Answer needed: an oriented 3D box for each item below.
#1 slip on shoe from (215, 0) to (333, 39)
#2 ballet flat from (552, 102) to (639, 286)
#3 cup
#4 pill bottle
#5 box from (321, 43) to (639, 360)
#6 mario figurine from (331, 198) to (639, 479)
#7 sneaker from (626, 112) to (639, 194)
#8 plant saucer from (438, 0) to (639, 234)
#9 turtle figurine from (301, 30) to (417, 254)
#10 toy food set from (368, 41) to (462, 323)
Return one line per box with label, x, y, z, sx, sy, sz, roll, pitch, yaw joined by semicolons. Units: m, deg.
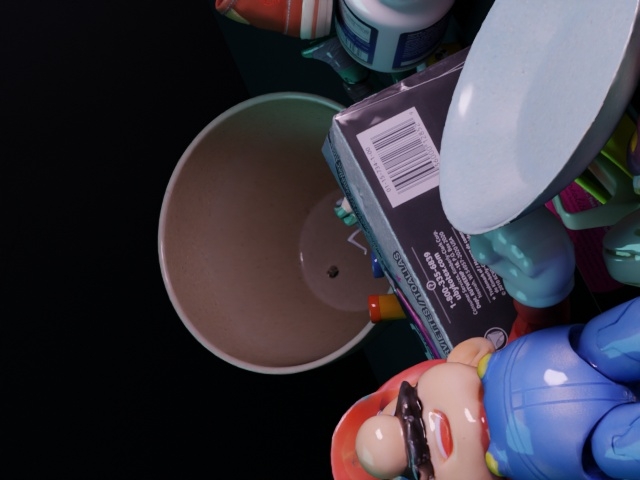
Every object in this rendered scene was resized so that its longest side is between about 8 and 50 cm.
slip on shoe;-0.038;-0.304;1.021;0.123;0.101;0.331;-90;1;-58
ballet flat;0.186;-0.017;0.811;0.231;0.077;0.077;57;171;45
cup;0.000;0.000;1.724;0.331;0.331;0.237;61;-161;18
pill bottle;0.059;-0.196;1.070;0.094;0.094;0.169;62;175;8
box;0.125;-0.003;1.012;0.247;0.163;0.142;63;175;4
mario figurine;0.102;0.107;0.786;0.170;0.198;0.320;39;145;-15
sneaker;0.185;-0.074;0.659;0.185;0.069;0.084;123;133;-82
plant saucer;0.127;-0.088;0.747;0.037;0.195;0.195;22;-171;-18
turtle figurine;0.078;-0.099;1.309;0.175;0.118;0.234;-43;-67;-53
toy food set;0.082;-0.046;1.188;0.111;0.104;0.232;-24;-73;-86
